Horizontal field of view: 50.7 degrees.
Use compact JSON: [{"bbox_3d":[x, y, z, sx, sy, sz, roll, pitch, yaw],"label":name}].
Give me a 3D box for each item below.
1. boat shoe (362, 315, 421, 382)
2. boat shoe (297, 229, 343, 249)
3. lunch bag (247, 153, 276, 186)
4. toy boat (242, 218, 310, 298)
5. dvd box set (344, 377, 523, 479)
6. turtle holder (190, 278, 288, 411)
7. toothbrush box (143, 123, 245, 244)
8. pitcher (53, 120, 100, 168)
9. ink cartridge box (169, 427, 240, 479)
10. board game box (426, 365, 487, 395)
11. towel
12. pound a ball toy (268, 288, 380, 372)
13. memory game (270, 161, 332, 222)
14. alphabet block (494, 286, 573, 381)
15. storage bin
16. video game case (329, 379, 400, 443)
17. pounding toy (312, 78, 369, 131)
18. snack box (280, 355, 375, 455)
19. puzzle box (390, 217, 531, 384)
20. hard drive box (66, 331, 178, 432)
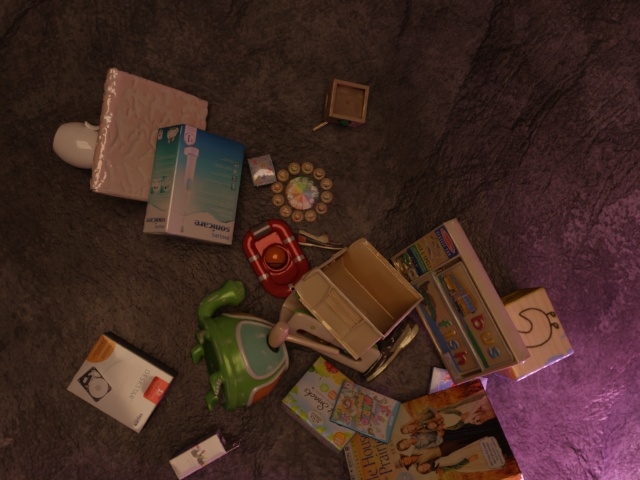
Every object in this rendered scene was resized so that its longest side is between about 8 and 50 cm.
[{"bbox_3d":[0.190,0.307,1.924,0.073,0.080,0.223,44,79,7],"label":"boat shoe"},{"bbox_3d":[0.000,0.000,1.955,0.137,0.049,0.043,9,87,4],"label":"boat shoe"},{"bbox_3d":[-0.170,-0.199,1.962,0.071,0.053,0.083,-15,76,-7],"label":"lunch bag"},{"bbox_3d":[-0.123,0.051,1.888,0.151,0.151,0.231,-29,87,-2],"label":"toy boat"},{"bbox_3d":[0.278,0.560,1.787,0.420,0.062,0.308,-19,41,4],"label":"dvd box set"},{"bbox_3d":[-0.227,0.295,1.844,0.227,0.243,0.320,-14,46,-20],"label":"turtle holder"},{"bbox_3d":[-0.344,-0.146,1.859,0.216,0.126,0.295,11,82,-44],"label":"toothbrush box"},{"bbox_3d":[-0.629,-0.276,1.892,0.207,0.125,0.178,19,120,-4],"label":"pitcher"},{"bbox_3d":[-0.314,0.574,1.853,0.181,0.104,0.061,-28,87,-6],"label":"ink cartridge box"},{"bbox_3d":[0.378,0.481,1.934,0.160,0.039,0.211,12,83,-1],"label":"board game box"},{"bbox_3d":[-0.465,-0.270,1.865,0.317,0.053,0.332,11,83,-43],"label":"towel"},{"bbox_3d":[-0.001,0.265,1.819,0.319,0.208,0.136,27,126,-17],"label":"pound a ball toy"},{"bbox_3d":[-0.055,-0.141,1.983,0.186,0.012,0.186,0,85,-4],"label":"memory game"},{"bbox_3d":[0.553,0.257,1.889,0.192,0.193,0.197,-25,86,-7],"label":"alphabet block"},{"bbox_3d":[0.103,0.145,1.824,0.260,0.262,0.123,46,125,8],"label":"storage bin"},{"bbox_3d":[0.121,0.459,1.813,0.166,0.015,0.119,22,61,2],"label":"video game case"},{"bbox_3d":[0.058,-0.385,1.981,0.130,0.100,0.141,8,86,-17],"label":"pounding toy"},{"bbox_3d":[0.023,0.452,1.854,0.207,0.070,0.174,37,63,16],"label":"snack box"},{"bbox_3d":[0.368,0.174,1.834,0.052,0.272,0.409,-20,78,-35],"label":"puzzle box"},{"bbox_3d":[-0.543,0.388,1.867,0.232,0.089,0.181,30,84,0],"label":"hard drive box"}]
